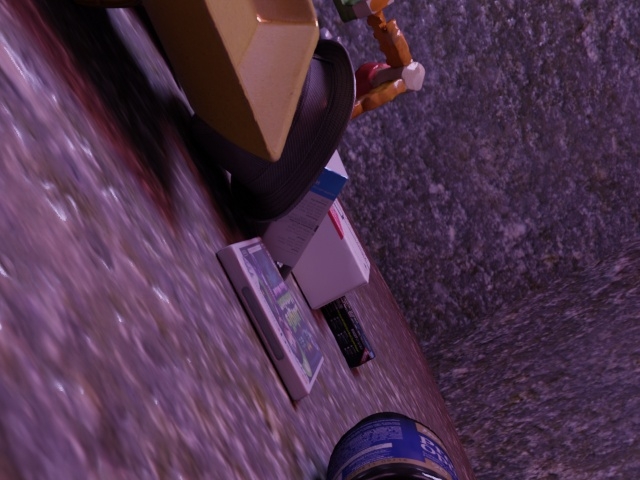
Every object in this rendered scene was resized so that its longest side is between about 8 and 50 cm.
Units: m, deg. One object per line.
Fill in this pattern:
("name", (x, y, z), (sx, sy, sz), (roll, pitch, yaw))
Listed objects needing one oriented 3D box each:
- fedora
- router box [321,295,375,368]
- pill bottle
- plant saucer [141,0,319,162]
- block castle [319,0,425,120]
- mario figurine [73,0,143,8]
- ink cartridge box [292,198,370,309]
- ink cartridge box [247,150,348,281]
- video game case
("fedora", (-0.078, -0.160, 1.046), (0.124, 0.243, 0.275), (27, 21, -24))
("router box", (0.046, 0.150, 1.416), (0.122, 0.038, 0.092), (63, 5, 8))
("pill bottle", (0.065, 0.228, 0.767), (0.122, 0.123, 0.219), (62, 4, -3))
("plant saucer", (-0.108, -0.284, 0.840), (0.332, 0.081, 0.332), (-78, 150, -53))
("block castle", (-0.045, -0.399, 1.521), (0.213, 0.303, 0.453), (8, -51, 62))
("mario figurine", (-0.184, -0.348, 0.911), (0.320, 0.170, 0.198), (-89, -164, -64))
("ink cartridge box", (0.000, 0.000, 1.382), (0.172, 0.100, 0.237), (63, 6, -3))
("ink cartridge box", (-0.042, -0.041, 1.096), (0.060, 0.180, 0.104), (22, 24, -22))
("video game case", (-0.050, 0.079, 0.954), (0.173, 0.022, 0.190), (63, 5, 0))
